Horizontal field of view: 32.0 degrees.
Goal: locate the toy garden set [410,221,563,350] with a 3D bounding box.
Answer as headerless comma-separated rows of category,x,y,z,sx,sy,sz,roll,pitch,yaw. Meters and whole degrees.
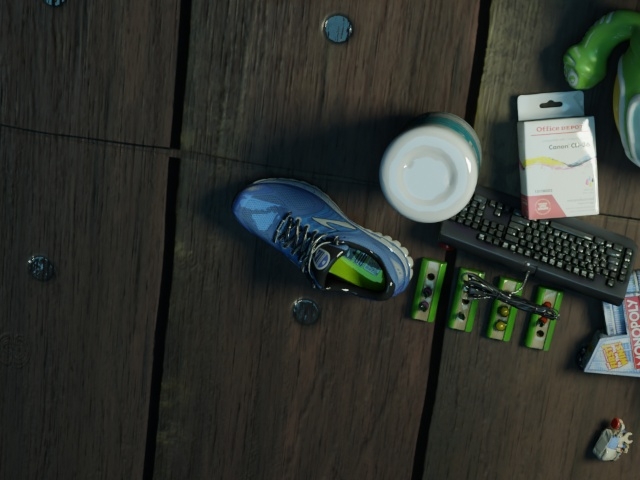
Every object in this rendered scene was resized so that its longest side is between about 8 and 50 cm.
toy garden set,0.289,0.067,1.884,0.244,0.049,0.204,13,106,7

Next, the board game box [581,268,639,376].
board game box,0.526,0.150,1.856,0.194,0.060,0.194,-10,102,12

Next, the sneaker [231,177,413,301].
sneaker,0.000,0.000,1.871,0.330,0.147,0.130,26,107,4

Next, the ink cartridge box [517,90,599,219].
ink cartridge box,0.380,-0.138,1.795,0.115,0.067,0.198,-5,97,1

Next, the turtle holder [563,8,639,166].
turtle holder,0.533,-0.217,1.673,0.320,0.243,0.227,15,126,-4

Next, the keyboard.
keyboard,0.346,0.032,1.822,0.317,0.033,0.201,19,71,6

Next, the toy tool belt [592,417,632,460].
toy tool belt,0.509,0.343,1.918,0.051,0.052,0.083,14,112,-26

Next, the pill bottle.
pill bottle,0.177,-0.123,1.746,0.146,0.264,0.146,2,103,10
